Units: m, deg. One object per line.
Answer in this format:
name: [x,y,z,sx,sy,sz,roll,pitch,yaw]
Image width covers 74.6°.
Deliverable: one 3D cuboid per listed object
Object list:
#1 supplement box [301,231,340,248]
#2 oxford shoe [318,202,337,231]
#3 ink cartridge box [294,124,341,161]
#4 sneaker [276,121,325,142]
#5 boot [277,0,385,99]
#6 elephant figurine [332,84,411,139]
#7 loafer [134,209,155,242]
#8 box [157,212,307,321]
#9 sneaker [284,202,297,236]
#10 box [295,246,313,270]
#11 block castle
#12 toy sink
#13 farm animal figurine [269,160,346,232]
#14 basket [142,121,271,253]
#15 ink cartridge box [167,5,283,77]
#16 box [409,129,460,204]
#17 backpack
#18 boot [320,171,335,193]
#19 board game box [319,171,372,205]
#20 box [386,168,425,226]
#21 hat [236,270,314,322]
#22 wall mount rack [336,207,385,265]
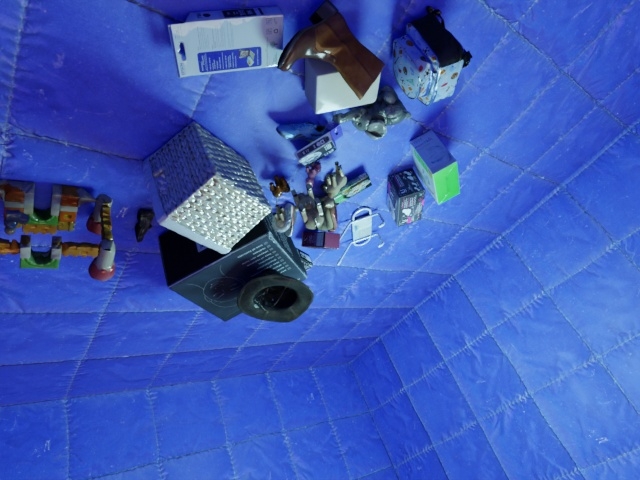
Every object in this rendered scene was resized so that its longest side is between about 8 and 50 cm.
supplement box: [0.000,0.000,2.157,0.104,0.081,0.188,8,175,-41]
oxford shoe: [0.012,-0.104,2.001,0.130,0.123,0.348,-2,165,-3]
ink cartridge box: [0.008,-0.371,1.671,0.208,0.045,0.206,-31,179,8]
sneaker: [-0.072,-0.427,1.605,0.209,0.069,0.082,-1,145,-38]
boot: [0.034,-0.553,1.322,0.280,0.096,0.264,42,78,-22]
elephant figurine: [0.204,-0.488,1.659,0.239,0.186,0.169,-31,-168,28]
loafer: [-0.719,-0.054,1.717,0.061,0.062,0.170,-4,143,-37]
box: [-0.381,0.083,1.914,0.479,0.298,0.472,-28,146,3]
sneaker: [-0.131,-0.097,1.981,0.061,0.158,0.064,7,-175,40]
box: [-0.152,0.122,2.320,0.147,0.078,0.180,-36,145,16]
block castle: [-0.938,-0.014,1.406,0.452,0.303,0.213,3,139,-35]
toy sink: [0.071,-0.560,1.457,0.233,0.131,0.153,-16,147,-13]
farm animal figurine: [-0.041,-0.170,1.775,0.329,0.327,0.172,-9,139,5]
basket: [-0.404,-0.187,1.500,0.266,0.329,0.331,-39,144,14]
ink cartridge box: [-0.275,-0.591,1.248,0.332,0.065,0.166,-15,146,-18]
box: [0.543,-0.344,1.979,0.126,0.231,0.262,-29,148,5]
backpack: [0.379,-0.613,1.483,0.212,0.277,0.263,-22,154,5]
boot: [0.054,-0.265,1.952,0.118,0.042,0.086,-42,150,26]
board game box: [0.122,-0.232,2.018,0.259,0.030,0.136,-29,165,6]
box: [0.429,-0.216,2.149,0.141,0.164,0.247,-17,146,-5]
hat: [-0.200,0.222,1.846,0.330,0.134,0.332,-6,131,-6]
wall mount rack: [0.203,-0.015,2.314,0.303,0.131,0.350,-20,146,-7]
